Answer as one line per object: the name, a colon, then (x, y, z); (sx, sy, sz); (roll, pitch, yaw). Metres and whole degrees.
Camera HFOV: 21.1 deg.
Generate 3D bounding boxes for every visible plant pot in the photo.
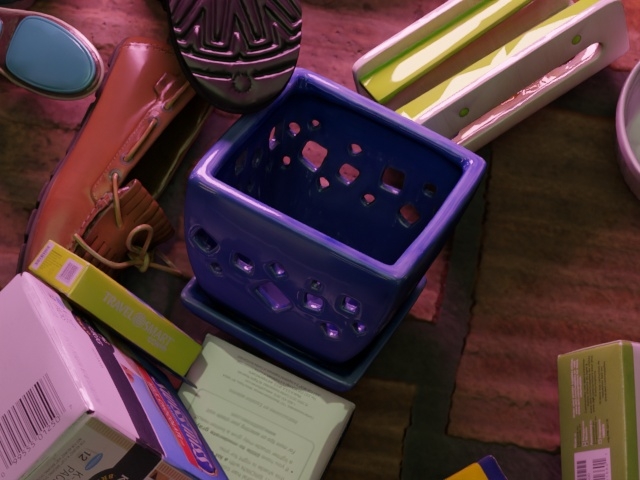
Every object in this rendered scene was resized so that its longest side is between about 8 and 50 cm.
plant pot: (0.000, 0.000, 1.731); (0.236, 0.212, 0.236); (28, 43, 10)

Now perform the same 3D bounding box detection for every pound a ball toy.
pound a ball toy: (0.186, -0.223, 1.883); (0.319, 0.136, 0.208); (-33, 54, -9)

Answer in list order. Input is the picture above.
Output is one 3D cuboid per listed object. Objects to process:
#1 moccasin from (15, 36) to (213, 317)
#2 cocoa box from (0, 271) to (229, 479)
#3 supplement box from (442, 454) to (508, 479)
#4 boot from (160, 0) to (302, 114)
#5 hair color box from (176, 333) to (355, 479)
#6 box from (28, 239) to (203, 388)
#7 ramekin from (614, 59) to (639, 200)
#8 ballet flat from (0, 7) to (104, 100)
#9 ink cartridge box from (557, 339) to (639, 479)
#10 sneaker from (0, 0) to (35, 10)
moccasin: (-0.209, -0.031, 1.814); (0.147, 0.139, 0.380); (18, 67, 12)
cocoa box: (-0.291, 0.256, 1.603); (0.347, 0.228, 0.231); (-44, 41, 5)
supplement box: (0.044, 0.376, 1.595); (0.356, 0.194, 0.195); (-20, 75, -42)
boot: (-0.110, -0.252, 1.796); (0.131, 0.260, 0.348); (-7, 70, -10)
hair color box: (-0.115, 0.290, 1.741); (0.174, 0.105, 0.347); (26, 76, 5)
box: (-0.195, 0.073, 1.695); (0.178, 0.109, 0.042); (40, 82, -32)
ramekin: (0.416, -0.113, 1.853); (0.207, 0.109, 0.207); (0, 76, -1)
ballet flat: (-0.329, -0.211, 1.862); (0.248, 0.086, 0.086); (25, 76, 18)
ink cartridge box: (0.376, 0.216, 1.786); (0.255, 0.097, 0.189); (10, 73, -34)
sneaker: (-0.429, -0.380, 1.894); (0.302, 0.121, 0.108); (41, 78, 9)
